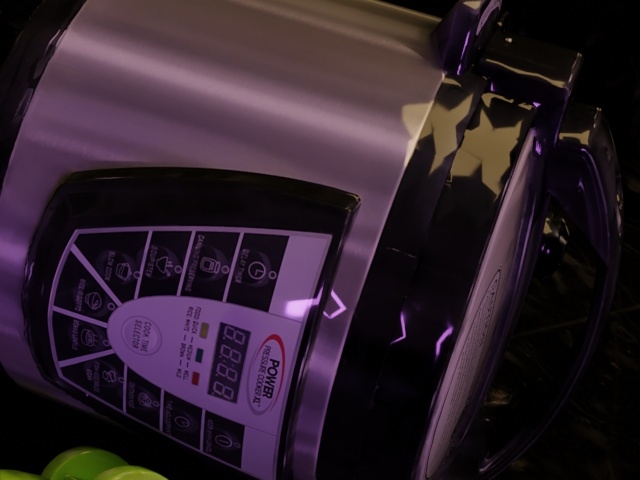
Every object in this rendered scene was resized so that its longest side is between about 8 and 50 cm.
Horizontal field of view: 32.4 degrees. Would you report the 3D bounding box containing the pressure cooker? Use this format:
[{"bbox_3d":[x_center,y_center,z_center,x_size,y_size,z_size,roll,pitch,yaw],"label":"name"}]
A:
[{"bbox_3d":[0.002,-0.004,0.807,0.420,0.375,0.370,19,-15,11],"label":"pressure cooker"}]

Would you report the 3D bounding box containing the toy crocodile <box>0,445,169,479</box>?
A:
[{"bbox_3d":[-0.082,0.209,0.712,0.340,0.105,0.115,22,-12,-28],"label":"toy crocodile"}]
